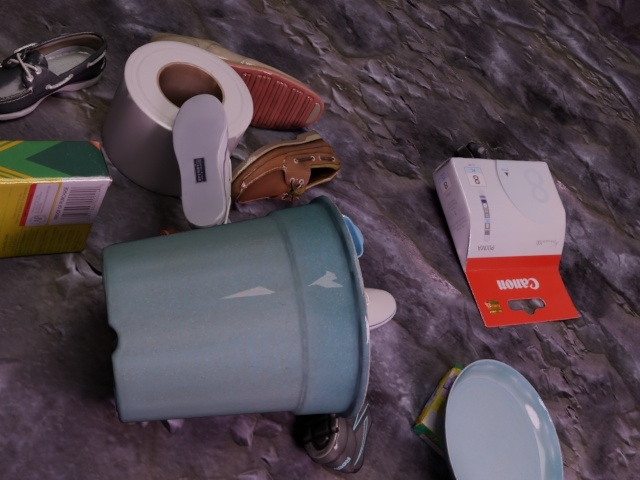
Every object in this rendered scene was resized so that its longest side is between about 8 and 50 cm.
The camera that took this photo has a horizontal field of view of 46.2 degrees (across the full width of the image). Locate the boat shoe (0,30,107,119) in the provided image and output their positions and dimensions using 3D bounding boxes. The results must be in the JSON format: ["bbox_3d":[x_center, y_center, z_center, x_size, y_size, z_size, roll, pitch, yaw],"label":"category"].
[{"bbox_3d":[-0.519,-0.312,1.369,0.114,0.091,0.302,42,45,3],"label":"boat shoe"}]

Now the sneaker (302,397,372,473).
[{"bbox_3d":[0.031,0.270,1.282,0.106,0.101,0.267,40,39,-32],"label":"sneaker"}]

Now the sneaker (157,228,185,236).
[{"bbox_3d":[-0.222,0.051,1.298,0.067,0.064,0.175,-5,62,-46],"label":"sneaker"}]

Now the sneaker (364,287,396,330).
[{"bbox_3d":[0.044,0.116,1.392,0.258,0.091,0.094,0,57,-32],"label":"sneaker"}]

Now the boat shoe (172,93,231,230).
[{"bbox_3d":[-0.195,-0.120,1.244,0.095,0.084,0.258,-1,64,0],"label":"boat shoe"}]

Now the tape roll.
[{"bbox_3d":[-0.269,-0.229,1.409,0.246,0.169,0.246,17,48,-20],"label":"tape roll"}]

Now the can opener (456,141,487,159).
[{"bbox_3d":[0.418,-0.171,1.889,0.186,0.073,0.059,55,8,11],"label":"can opener"}]

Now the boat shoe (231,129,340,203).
[{"bbox_3d":[-0.066,-0.135,1.505,0.104,0.110,0.307,47,46,10],"label":"boat shoe"}]

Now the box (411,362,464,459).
[{"bbox_3d":[0.252,0.319,1.402,0.105,0.043,0.179,42,47,3],"label":"box"}]

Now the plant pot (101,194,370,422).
[{"bbox_3d":[-0.140,0.115,1.104,0.334,0.341,0.341,-5,58,-15],"label":"plant pot"}]

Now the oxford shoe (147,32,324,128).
[{"bbox_3d":[-0.176,-0.352,1.591,0.397,0.140,0.146,16,41,-25],"label":"oxford shoe"}]

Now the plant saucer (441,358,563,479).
[{"bbox_3d":[0.324,0.375,1.361,0.318,0.044,0.317,19,58,-34],"label":"plant saucer"}]

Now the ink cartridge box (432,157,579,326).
[{"bbox_3d":[0.448,-0.005,1.718,0.308,0.091,0.384,-1,64,-32],"label":"ink cartridge box"}]

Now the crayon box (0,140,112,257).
[{"bbox_3d":[-0.495,-0.056,1.107,0.319,0.202,0.081,-5,59,-36],"label":"crayon box"}]

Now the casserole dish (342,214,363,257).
[{"bbox_3d":[0.000,0.000,1.494,0.189,0.037,0.114,-2,58,-34],"label":"casserole dish"}]
